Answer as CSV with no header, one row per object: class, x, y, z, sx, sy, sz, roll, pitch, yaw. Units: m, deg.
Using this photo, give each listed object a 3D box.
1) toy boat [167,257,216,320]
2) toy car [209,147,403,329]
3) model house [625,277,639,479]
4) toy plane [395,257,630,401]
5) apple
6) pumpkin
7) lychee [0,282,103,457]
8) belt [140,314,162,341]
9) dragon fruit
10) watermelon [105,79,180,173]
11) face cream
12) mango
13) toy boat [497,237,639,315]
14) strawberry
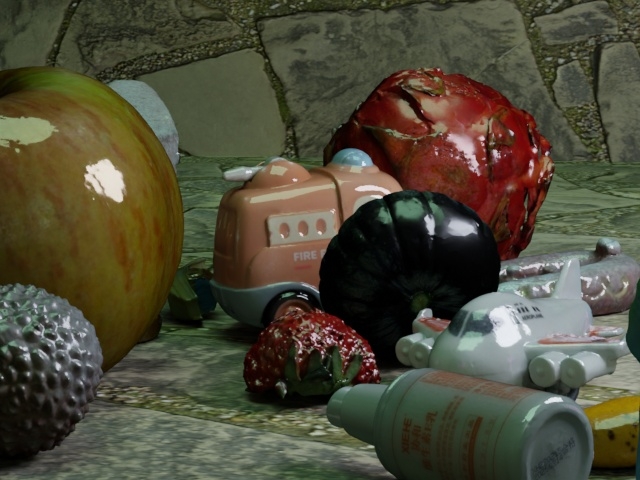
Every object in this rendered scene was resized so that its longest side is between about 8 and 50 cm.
toy boat,-0.159,0.062,2.107,0.066,0.065,0.172,-15,14,1
toy car,0.000,0.000,1.988,0.270,0.212,0.180,-6,10,-17
model house,0.365,0.089,1.193,0.237,0.303,0.215,-5,3,-19
toy plane,0.198,0.100,1.669,0.252,0.118,0.252,-5,12,1
apple,-0.334,0.004,1.754,0.400,0.333,0.400,-17,18,6
pumpkin,0.098,0.038,1.817,0.202,0.202,0.140,-3,27,-9
lychee,-0.273,0.122,1.513,0.165,0.197,0.165,-20,39,18
belt,-0.220,0.100,1.977,0.059,0.036,0.083,7,11,8
dragon fruit,0.160,-0.087,2.219,0.302,0.295,0.295,39,11,-2
watermelon,-0.280,-0.091,2.092,0.228,0.387,0.258,20,61,38
face cream,0.098,0.157,1.377,0.101,0.101,0.252,-10,13,-42
mango,0.252,0.166,1.438,0.114,0.057,0.079,-4,16,6
toy boat,0.298,0.044,2.094,0.227,0.085,0.155,-4,9,-16
strawberry,-0.006,0.114,1.712,0.140,0.085,0.192,3,8,38
